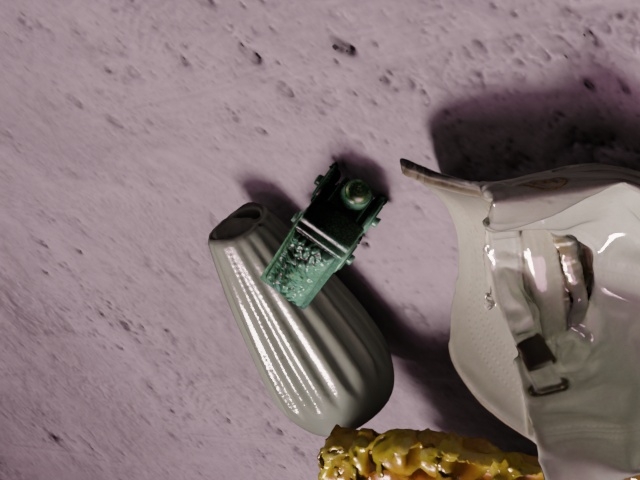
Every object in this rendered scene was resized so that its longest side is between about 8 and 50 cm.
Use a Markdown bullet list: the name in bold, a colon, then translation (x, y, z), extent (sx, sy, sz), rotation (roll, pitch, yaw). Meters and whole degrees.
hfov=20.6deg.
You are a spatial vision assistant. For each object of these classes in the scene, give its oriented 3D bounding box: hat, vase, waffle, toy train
- **hat**: translation (0.186, 0.030, 1.375), extent (0.301, 0.168, 0.257), rotation (-139, 32, -61)
- **vase**: translation (-0.025, 0.075, 1.730), extent (0.128, 0.128, 0.248), rotation (5, 135, 49)
- **waffle**: translation (0.141, 0.239, 1.720), extent (0.302, 0.068, 0.325), rotation (17, 162, -27)
- **toy train**: translation (0.000, 0.000, 1.587), extent (0.070, 0.099, 0.172), rotation (36, 155, 1)

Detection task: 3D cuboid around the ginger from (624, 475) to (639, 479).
- **ginger**: translation (0.368, 0.221, 1.534), extent (0.299, 0.065, 0.118), rotation (14, 141, 46)
